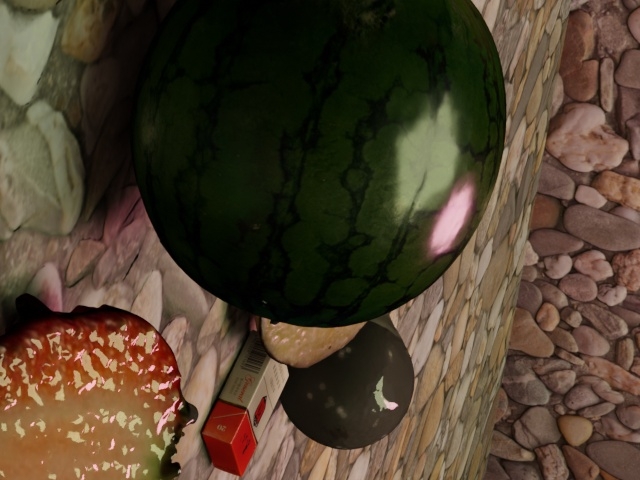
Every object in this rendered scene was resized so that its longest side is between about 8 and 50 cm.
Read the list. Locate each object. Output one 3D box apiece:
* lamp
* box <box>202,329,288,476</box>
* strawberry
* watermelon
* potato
[{"bbox_3d":[0.055,0.148,2.097,0.314,0.182,0.182,-60,160,-50],"label":"lamp"},{"bbox_3d":[-0.090,0.199,1.888,0.100,0.048,0.152,77,31,-56],"label":"box"},{"bbox_3d":[-0.236,0.156,1.245,0.306,0.137,0.233,20,67,-50],"label":"strawberry"},{"bbox_3d":[-0.003,-0.095,1.353,0.363,0.363,0.363,17,90,-75],"label":"watermelon"},{"bbox_3d":[0.000,0.000,1.847,0.299,0.116,0.239,-59,149,3],"label":"potato"}]
